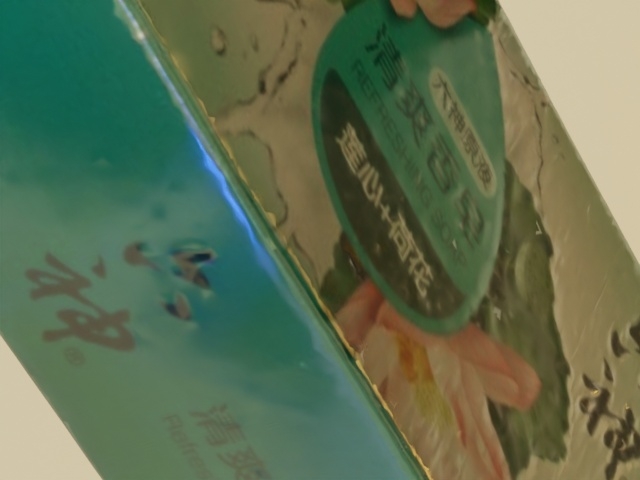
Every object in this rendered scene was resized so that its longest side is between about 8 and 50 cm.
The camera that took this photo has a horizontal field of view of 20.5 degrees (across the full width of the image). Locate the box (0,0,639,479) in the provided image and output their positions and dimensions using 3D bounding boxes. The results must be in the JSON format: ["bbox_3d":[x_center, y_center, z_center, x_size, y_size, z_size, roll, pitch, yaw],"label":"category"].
[{"bbox_3d":[0.000,0.000,0.467,0.245,0.092,0.153,58,-145,-21],"label":"box"}]
